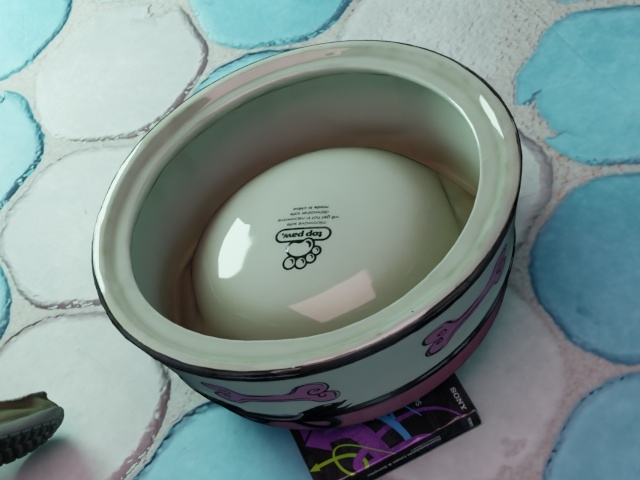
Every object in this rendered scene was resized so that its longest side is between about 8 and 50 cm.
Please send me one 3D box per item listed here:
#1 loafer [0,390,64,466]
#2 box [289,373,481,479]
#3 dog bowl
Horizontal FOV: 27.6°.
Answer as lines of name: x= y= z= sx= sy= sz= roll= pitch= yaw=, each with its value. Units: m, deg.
loafer: x=-0.370 y=0.174 z=1.230 sx=0.251 sy=0.094 sz=0.087 roll=-9 pitch=65 yaw=-22
box: x=0.051 y=0.155 z=1.199 sx=0.162 sy=0.029 sz=0.116 roll=-26 pitch=52 yaw=-4
dog bowl: x=0.000 y=0.000 z=1.229 sx=0.408 sy=0.150 sz=0.408 roll=-11 pitch=47 yaw=12
